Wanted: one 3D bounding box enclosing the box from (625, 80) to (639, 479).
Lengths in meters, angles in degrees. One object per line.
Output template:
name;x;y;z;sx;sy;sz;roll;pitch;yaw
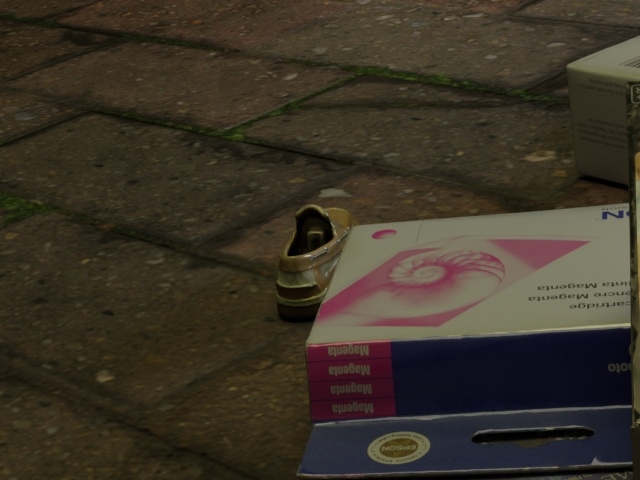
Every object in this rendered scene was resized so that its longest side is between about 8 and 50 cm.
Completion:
box;0.234;0.054;1.036;0.087;0.169;0.290;-1;44;11

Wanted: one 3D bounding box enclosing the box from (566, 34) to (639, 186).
box;0.365;-0.128;1.624;0.182;0.119;0.181;-23;25;-32

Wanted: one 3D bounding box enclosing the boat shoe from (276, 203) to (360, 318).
boat shoe;0.000;0.000;1.517;0.068;0.072;0.190;-5;22;10

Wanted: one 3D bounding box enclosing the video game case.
video game case;0.128;0.135;1.196;0.196;0.026;0.274;-14;23;-12

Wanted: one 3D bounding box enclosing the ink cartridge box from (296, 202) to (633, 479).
ink cartridge box;0.159;0.061;1.246;0.324;0.071;0.330;-4;20;11

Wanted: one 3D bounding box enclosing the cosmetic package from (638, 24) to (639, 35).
cosmetic package;0.439;-0.242;1.985;0.115;0.041;0.060;-15;22;-16
